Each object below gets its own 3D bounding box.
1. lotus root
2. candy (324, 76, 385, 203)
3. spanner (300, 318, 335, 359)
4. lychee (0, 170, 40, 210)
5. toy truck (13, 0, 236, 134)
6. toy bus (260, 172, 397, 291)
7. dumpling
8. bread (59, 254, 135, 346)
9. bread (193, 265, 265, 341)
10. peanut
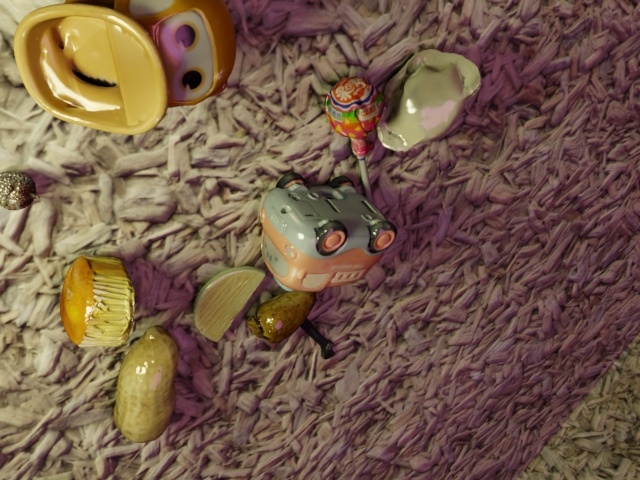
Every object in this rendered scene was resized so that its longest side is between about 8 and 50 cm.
[{"bbox_3d":[-0.069,0.154,1.752,0.191,0.094,0.108,-35,170,-22],"label":"lotus root"},{"bbox_3d":[0.086,-0.188,1.646,0.124,0.124,0.365,-35,143,-15],"label":"candy"},{"bbox_3d":[-0.012,0.233,1.906,0.046,0.012,0.208,-43,136,-5],"label":"spanner"},{"bbox_3d":[-0.493,-0.078,1.262,0.083,0.068,0.067,20,122,-15],"label":"lychee"},{"bbox_3d":[-0.276,-0.289,1.168,0.211,0.288,0.204,-70,162,-50],"label":"toy truck"},{"bbox_3d":[0.000,0.000,1.644,0.288,0.194,0.232,-4,133,-38],"label":"toy bus"},{"bbox_3d":[0.215,-0.293,1.644,0.250,0.162,0.132,-42,174,7],"label":"dumpling"},{"bbox_3d":[-0.395,0.104,1.382,0.114,0.190,0.132,8,111,-33],"label":"bread"},{"bbox_3d":[-0.212,0.120,1.653,0.112,0.036,0.193,25,105,-41],"label":"bread"},{"bbox_3d":[-0.352,0.294,1.600,0.137,0.122,0.253,-54,158,-62],"label":"peanut"}]
